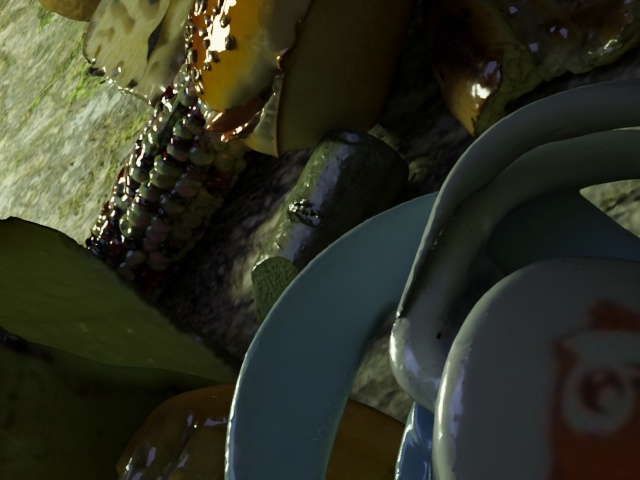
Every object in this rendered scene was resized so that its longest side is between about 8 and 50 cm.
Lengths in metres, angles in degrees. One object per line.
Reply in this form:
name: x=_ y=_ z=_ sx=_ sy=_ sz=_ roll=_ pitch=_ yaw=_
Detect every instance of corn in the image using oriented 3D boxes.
corn: x=-0.114 y=-0.038 z=1.158 sx=0.281 sy=0.092 sz=0.092 roll=-58 pitch=28 yaw=17

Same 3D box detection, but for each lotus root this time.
lotus root: x=-0.130 y=-0.188 z=1.324 sx=0.170 sy=0.074 sz=0.260 roll=-60 pitch=29 yaw=-3

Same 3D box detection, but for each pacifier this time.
pacifier: x=0.118 y=0.097 z=0.563 sx=0.233 sy=0.299 sz=0.244 roll=92 pitch=-161 yaw=-59

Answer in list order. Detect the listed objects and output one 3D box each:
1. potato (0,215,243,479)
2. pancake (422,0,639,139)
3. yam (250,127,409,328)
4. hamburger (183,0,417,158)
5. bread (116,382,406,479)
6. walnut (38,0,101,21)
potato: x=-0.240 y=0.115 z=0.985 sx=0.330 sy=0.280 sz=0.213 roll=29 pitch=102 yaw=47
pancake: x=0.119 y=-0.168 z=0.914 sx=0.212 sy=0.056 sz=0.257 roll=-62 pitch=28 yaw=1
yam: x=0.000 y=0.000 z=0.949 sx=0.146 sy=0.069 sz=0.069 roll=-61 pitch=29 yaw=-1
hamburger: x=-0.009 y=-0.167 z=0.982 sx=0.237 sy=0.147 sz=0.237 roll=-168 pitch=90 yaw=-84
bread: x=-0.046 y=0.170 z=0.791 sx=0.262 sy=0.162 sz=0.204 roll=-18 pitch=38 yaw=34
walnut: x=-0.242 y=-0.304 z=1.538 sx=0.166 sy=0.149 sz=0.167 roll=-178 pitch=90 yaw=-83
